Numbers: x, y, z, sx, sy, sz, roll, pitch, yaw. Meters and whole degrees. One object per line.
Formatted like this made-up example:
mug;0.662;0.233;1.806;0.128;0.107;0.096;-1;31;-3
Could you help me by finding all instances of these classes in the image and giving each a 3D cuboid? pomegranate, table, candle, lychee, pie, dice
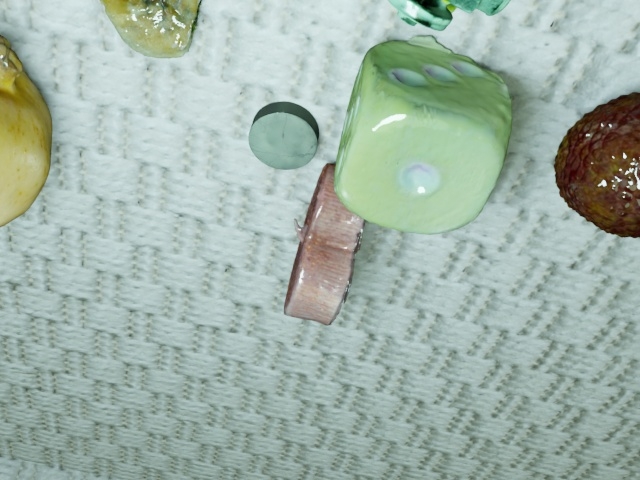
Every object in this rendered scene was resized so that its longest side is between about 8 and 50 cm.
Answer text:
pomegranate;-0.652;-0.199;1.126;0.412;0.411;0.411;4;134;4
table;-0.070;-0.201;1.280;0.134;0.043;0.133;4;134;4
candle;0.000;0.000;1.345;0.132;0.287;0.316;16;91;-5
lychee;0.533;-0.129;1.132;0.261;0.260;0.260;4;134;4
pie;-0.282;-0.412;1.103;0.185;0.052;0.218;20;131;-4
dice;0.168;-0.177;1.130;0.252;0.249;0.254;12;133;-5

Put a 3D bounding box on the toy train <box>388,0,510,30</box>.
toy train;0.057;-0.446;0.874;0.442;0.272;0.179;24;120;-17
